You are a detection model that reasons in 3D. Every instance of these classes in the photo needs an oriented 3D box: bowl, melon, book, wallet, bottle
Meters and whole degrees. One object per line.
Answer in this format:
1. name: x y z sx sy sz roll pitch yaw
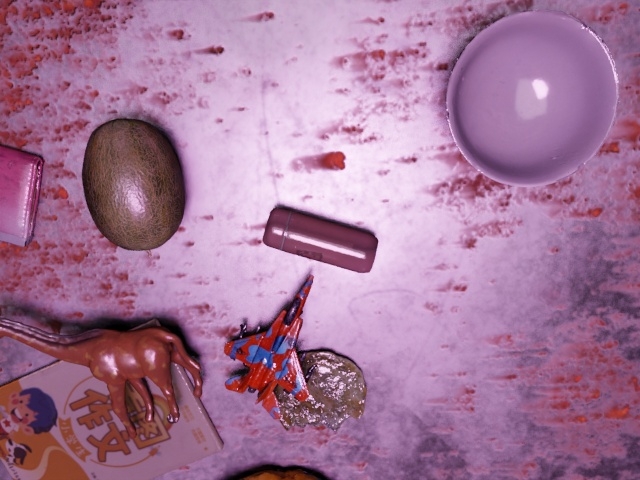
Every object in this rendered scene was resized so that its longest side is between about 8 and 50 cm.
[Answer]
1. bowl: 0.229 -0.160 0.676 0.188 0.086 0.189 0 102 0
2. melon: -0.219 -0.059 0.693 0.114 0.114 0.168 -7 102 3
3. book: -0.310 0.254 0.814 0.295 0.020 0.208 -24 100 6
4. wallet: -0.473 -0.077 0.740 0.232 0.025 0.119 15 103 -2
5. bottle: 0.000 0.000 0.732 0.140 0.053 0.053 16 102 -2

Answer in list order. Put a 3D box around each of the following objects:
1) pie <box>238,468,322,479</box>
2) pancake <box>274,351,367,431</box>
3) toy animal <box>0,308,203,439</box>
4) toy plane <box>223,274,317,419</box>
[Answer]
1. pie: -0.051 0.441 0.822 0.273 0.069 0.274 0 103 0
2. pancake: -0.002 0.203 0.792 0.129 0.022 0.116 0 99 2
3. toy animal: -0.286 0.152 0.746 0.224 0.066 0.230 -25 109 7
4. toy plane: -0.050 0.129 0.756 0.130 0.061 0.189 28 91 15
